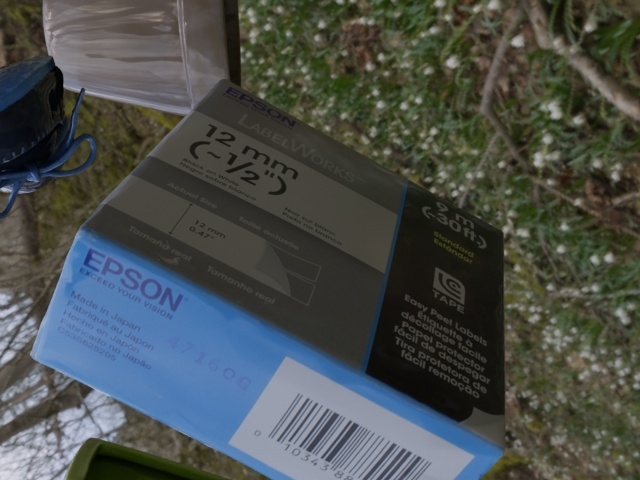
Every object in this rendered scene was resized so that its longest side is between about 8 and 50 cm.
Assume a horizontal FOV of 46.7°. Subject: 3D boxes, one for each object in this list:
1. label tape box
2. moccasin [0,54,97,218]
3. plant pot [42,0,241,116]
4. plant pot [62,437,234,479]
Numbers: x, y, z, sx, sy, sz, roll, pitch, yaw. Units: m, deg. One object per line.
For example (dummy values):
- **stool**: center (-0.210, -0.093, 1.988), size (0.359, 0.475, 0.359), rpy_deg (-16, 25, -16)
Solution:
- **label tape box**: center (0.000, 0.000, 0.538), size (0.249, 0.115, 0.347), rpy_deg (28, -145, -4)
- **moccasin**: center (-0.275, -0.103, 0.693), size (0.342, 0.138, 0.116), rpy_deg (-133, 22, -67)
- **plant pot**: center (-0.278, -0.343, 1.201), size (0.323, 0.280, 0.323), rpy_deg (178, 90, -89)
- **plant pot**: center (-0.150, 0.324, 0.668), size (0.227, 0.207, 0.228), rpy_deg (21, 169, -9)
